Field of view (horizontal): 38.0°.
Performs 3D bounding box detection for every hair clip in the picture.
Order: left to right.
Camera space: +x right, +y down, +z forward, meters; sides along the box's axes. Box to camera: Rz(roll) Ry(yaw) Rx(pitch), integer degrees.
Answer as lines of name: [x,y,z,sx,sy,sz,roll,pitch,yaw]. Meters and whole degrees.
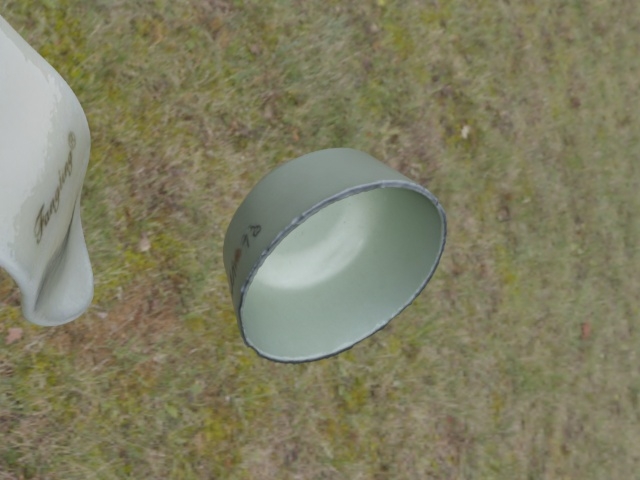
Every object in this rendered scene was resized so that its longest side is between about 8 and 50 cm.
hair clip: [-0.238,-0.034,0.704,0.113,0.282,0.173,11,54,-1]

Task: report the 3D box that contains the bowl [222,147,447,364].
bowl: [0.000,0.000,0.844,0.211,0.211,0.112,3,38,-36]
